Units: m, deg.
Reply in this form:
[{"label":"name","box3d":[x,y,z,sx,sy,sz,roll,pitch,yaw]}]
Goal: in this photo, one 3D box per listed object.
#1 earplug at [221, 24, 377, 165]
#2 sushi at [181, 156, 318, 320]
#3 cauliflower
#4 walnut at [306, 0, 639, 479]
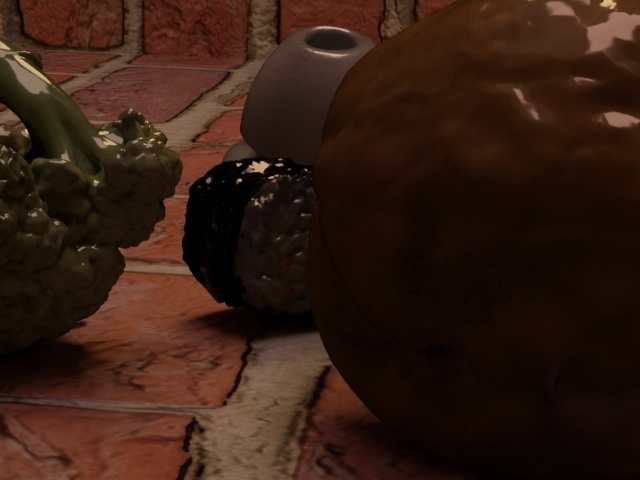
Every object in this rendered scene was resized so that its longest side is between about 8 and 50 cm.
[{"label":"earplug","box3d":[-0.002,-0.119,1.874,0.214,0.175,0.325,0,-18,-7]},{"label":"sushi","box3d":[0.000,0.000,1.408,0.225,0.136,0.126,1,12,-42]},{"label":"cauliflower","box3d":[-0.253,-0.044,1.271,0.327,0.281,0.260,-10,-25,18]},{"label":"walnut","box3d":[0.177,-0.013,1.092,0.384,0.383,0.383,2,12,0]}]
